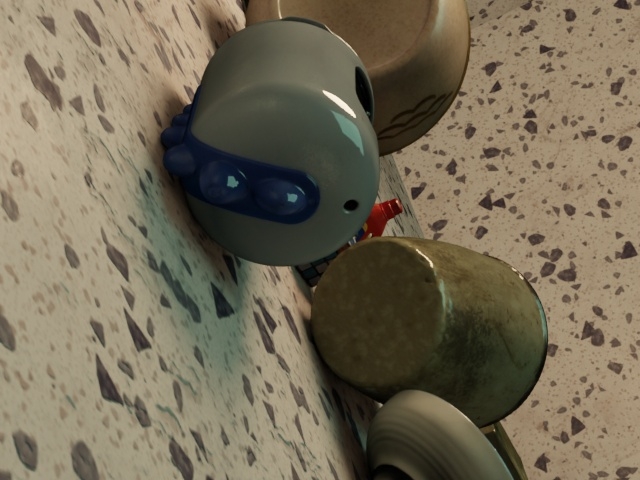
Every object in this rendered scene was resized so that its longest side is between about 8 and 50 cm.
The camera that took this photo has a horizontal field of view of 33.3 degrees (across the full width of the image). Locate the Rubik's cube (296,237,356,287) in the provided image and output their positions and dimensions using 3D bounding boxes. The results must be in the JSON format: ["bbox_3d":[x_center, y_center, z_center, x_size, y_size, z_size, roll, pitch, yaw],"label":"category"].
[{"bbox_3d":[0.000,0.000,1.674,0.092,0.092,0.092,57,14,-45],"label":"Rubik's cube"}]

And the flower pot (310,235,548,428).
[{"bbox_3d":[0.152,0.128,1.631,0.330,0.293,0.294,24,41,-55],"label":"flower pot"}]

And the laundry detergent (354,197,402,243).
[{"bbox_3d":[0.069,-0.021,1.872,0.097,0.165,0.049,61,10,-26],"label":"laundry detergent"}]

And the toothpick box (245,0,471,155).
[{"bbox_3d":[0.063,-0.353,1.947,0.425,0.409,0.409,75,-7,-76],"label":"toothpick box"}]

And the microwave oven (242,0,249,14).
[{"bbox_3d":[-0.068,-0.435,2.242,0.163,0.129,0.205,56,13,-48],"label":"microwave oven"}]

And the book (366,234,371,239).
[{"bbox_3d":[0.064,0.029,2.001,0.170,0.018,0.242,-6,70,-59],"label":"book"}]

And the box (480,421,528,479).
[{"bbox_3d":[0.298,0.428,2.068,0.231,0.149,0.155,59,11,-27],"label":"box"}]

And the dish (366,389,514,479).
[{"bbox_3d":[0.133,0.350,1.425,0.273,0.134,0.273,38,-36,34],"label":"dish"}]

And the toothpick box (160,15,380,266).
[{"bbox_3d":[-0.058,-0.115,1.296,0.263,0.263,0.355,61,12,-24],"label":"toothpick box"}]
